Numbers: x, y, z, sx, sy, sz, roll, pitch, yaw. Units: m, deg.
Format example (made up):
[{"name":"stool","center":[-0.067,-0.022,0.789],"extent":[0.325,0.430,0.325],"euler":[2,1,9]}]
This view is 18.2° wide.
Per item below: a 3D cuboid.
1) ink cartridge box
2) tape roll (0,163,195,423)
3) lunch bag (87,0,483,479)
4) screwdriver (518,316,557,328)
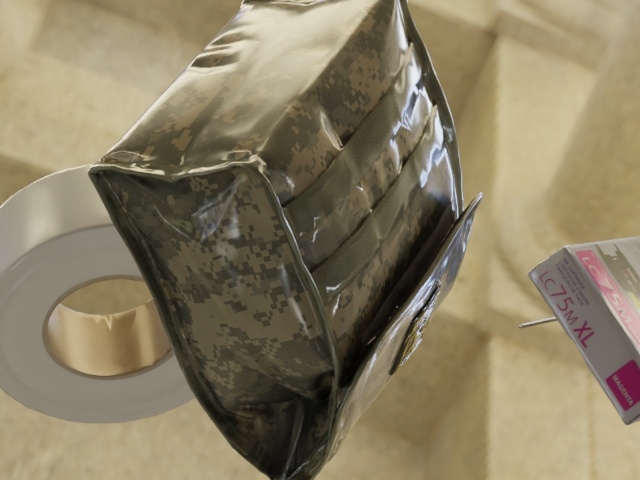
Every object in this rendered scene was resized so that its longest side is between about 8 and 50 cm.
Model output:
[{"name":"ink cartridge box","center":[0.351,0.085,2.102],"extent":[0.186,0.065,0.311],"euler":[58,-154,15]},{"name":"tape roll","center":[-0.216,0.057,2.044],"extent":[0.286,0.286,0.100],"euler":[10,-141,-21]},{"name":"lunch bag","center":[0.000,0.000,1.407],"extent":[0.169,0.287,0.235],"euler":[1,-143,34]},{"name":"screwdriver","center":[0.258,0.082,2.168],"extent":[0.024,0.025,0.170],"euler":[19,-170,33]}]
